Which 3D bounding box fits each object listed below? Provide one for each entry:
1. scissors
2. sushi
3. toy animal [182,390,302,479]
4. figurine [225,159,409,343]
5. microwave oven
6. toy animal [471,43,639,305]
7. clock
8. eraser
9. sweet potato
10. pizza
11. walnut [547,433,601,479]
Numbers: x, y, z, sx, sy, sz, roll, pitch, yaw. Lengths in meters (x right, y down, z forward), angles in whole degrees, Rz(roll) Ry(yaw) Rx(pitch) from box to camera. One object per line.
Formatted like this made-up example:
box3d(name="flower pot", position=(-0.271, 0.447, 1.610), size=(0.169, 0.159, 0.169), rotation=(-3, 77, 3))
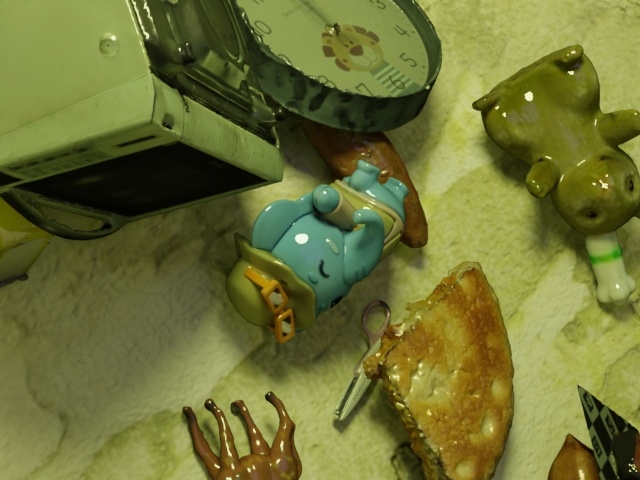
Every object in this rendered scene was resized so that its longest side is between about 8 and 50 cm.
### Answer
box3d(name="scissors", position=(0.060, 0.158, 1.542), size=(0.085, 0.022, 0.176), rotation=(43, 56, -14))
box3d(name="sushi", position=(0.414, 0.308, 1.550), size=(0.219, 0.047, 0.231), rotation=(35, 38, -47))
box3d(name="toy animal", position=(-0.119, 0.292, 1.381), size=(0.224, 0.066, 0.229), rotation=(-4, 69, -24))
box3d(name="figurine", position=(-0.002, -0.001, 1.473), size=(0.154, 0.180, 0.262), rotation=(40, 79, 12))
box3d(name="microwave oven", position=(-0.216, -0.197, 1.290), size=(0.247, 0.394, 0.333), rotation=(-20, 80, 13))
box3d(name="toy animal", position=(0.372, -0.098, 1.692), size=(0.181, 0.180, 0.363), rotation=(-34, 81, 5))
box3d(name="clock", position=(0.016, -0.272, 1.599), size=(0.312, 0.061, 0.312), rotation=(16, 45, -17))
box3d(name="eraser", position=(-0.379, -0.069, 1.336), size=(0.069, 0.158, 0.226), rotation=(-24, 83, -28))
box3d(name="sweet potato", position=(0.061, -0.095, 1.603), size=(0.097, 0.097, 0.251), rotation=(-37, 94, -31))
box3d(name="pizza", position=(0.147, 0.170, 1.538), size=(0.226, 0.086, 0.335), rotation=(17, 65, -27))
box3d(name="walnut", position=(0.346, 0.349, 1.564), size=(0.116, 0.116, 0.207), rotation=(-9, 76, -28))
